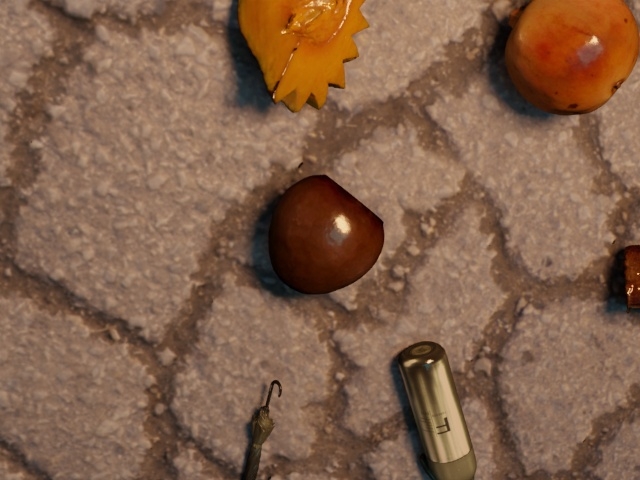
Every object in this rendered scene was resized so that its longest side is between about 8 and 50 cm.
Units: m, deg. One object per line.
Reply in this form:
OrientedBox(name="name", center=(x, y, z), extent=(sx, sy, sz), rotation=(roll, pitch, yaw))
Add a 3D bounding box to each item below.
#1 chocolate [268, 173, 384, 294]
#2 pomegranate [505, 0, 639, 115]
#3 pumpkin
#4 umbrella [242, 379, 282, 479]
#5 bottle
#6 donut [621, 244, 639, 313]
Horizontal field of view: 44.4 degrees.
OrientedBox(name="chocolate", center=(0.000, 0.000, 1.119), extent=(0.177, 0.177, 0.176), rotation=(-3, 103, -13))
OrientedBox(name="pomegranate", center=(0.361, -0.278, 1.132), extent=(0.191, 0.191, 0.191), rotation=(-3, 103, -13))
OrientedBox(name="pumpkin", center=(-0.028, -0.303, 1.088), extent=(0.130, 0.149, 0.253), rotation=(22, 93, -60))
OrientedBox(name="umbrella", center=(-0.104, 0.333, 1.236), extent=(0.044, 0.044, 0.268), rotation=(3, 113, -41))
OrientedBox(name="bottle", center=(0.186, 0.289, 1.272), extent=(0.096, 0.079, 0.253), rotation=(-10, 108, 28))
OrientedBox(name="donut", center=(0.592, 0.067, 1.295), extent=(0.187, 0.144, 0.126), rotation=(-4, 83, 13))
